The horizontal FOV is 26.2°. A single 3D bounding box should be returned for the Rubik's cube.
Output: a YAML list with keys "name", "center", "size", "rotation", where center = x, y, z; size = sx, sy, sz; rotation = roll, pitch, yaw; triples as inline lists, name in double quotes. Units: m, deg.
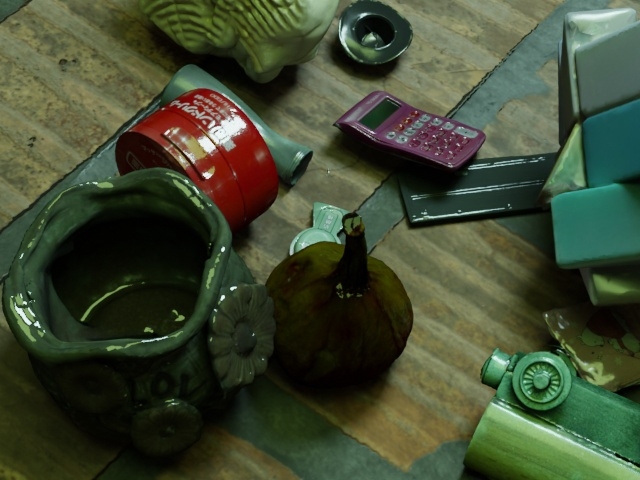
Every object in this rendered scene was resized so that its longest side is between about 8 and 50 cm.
- name: "Rubik's cube"
  center: [0.442, -0.114, 1.677]
  size: [0.358, 0.368, 0.387]
  rotation: [-3, 82, 2]

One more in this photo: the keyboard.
- name: "keyboard"
  center: [0.193, -0.069, 1.861]
  size: [0.381, 0.041, 0.103]
  rotation: [-3, 53, -13]

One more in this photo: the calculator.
- name: "calculator"
  center: [0.123, -0.147, 1.887]
  size: [0.190, 0.034, 0.126]
  rotation: [23, 35, 19]

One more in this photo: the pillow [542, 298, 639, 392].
- name: "pillow"
  center: [0.406, 0.110, 1.733]
  size: [0.248, 0.049, 0.135]
  rotation: [-20, 59, -22]

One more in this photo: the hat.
- name: "hat"
  center: [0.079, -0.296, 2.003]
  size: [0.121, 0.050, 0.121]
  rotation: [2, 59, -3]

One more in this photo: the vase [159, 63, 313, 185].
- name: "vase"
  center: [-0.111, -0.153, 1.874]
  size: [0.214, 0.086, 0.086]
  rotation: [32, 58, 13]

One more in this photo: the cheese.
- name: "cheese"
  center: [0.000, 0.000, 1.798]
  size: [0.067, 0.026, 0.120]
  rotation: [18, 55, 9]

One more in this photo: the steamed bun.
- name: "steamed bun"
  center: [-0.090, -0.365, 1.929]
  size: [0.203, 0.289, 0.276]
  rotation: [-30, 86, -43]

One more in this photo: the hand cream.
- name: "hand cream"
  center: [-0.157, -0.088, 1.752]
  size: [0.193, 0.193, 0.125]
  rotation: [38, 58, 22]

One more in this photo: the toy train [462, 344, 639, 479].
- name: "toy train"
  center: [0.316, 0.241, 1.596]
  size: [0.307, 0.126, 0.189]
  rotation: [24, 101, 13]

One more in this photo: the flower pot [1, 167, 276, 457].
- name: "flower pot"
  center: [-0.206, 0.086, 1.587]
  size: [0.302, 0.213, 0.302]
  rotation: [-5, 56, 7]

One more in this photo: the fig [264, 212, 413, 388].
- name: "fig"
  center: [0.004, 0.071, 1.606]
  size: [0.191, 0.290, 0.190]
  rotation: [-3, 74, 12]
